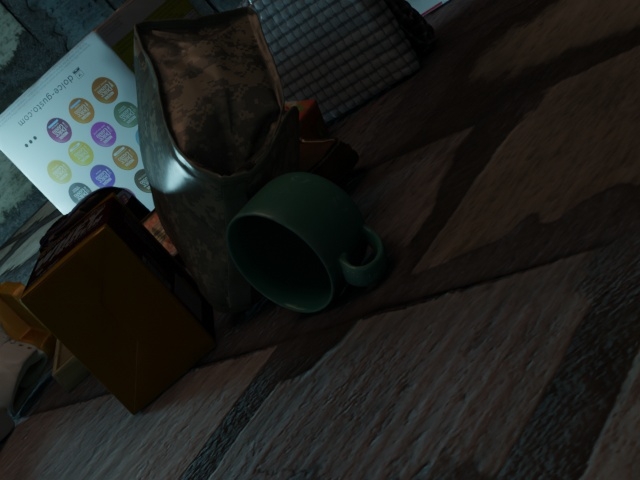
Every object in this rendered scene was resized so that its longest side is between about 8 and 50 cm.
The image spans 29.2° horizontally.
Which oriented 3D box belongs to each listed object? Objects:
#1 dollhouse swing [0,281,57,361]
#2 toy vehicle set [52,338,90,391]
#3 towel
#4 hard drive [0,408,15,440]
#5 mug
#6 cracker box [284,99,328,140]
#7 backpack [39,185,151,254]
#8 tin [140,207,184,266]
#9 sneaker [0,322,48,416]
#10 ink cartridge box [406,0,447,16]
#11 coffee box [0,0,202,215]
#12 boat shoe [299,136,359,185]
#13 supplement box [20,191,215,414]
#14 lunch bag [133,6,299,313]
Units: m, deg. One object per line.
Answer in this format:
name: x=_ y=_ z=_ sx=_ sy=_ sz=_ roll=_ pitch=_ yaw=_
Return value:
dollhouse swing: x=-0.666 y=0.164 z=2.064 sx=0.347 sy=0.305 sz=0.315 roll=-46 pitch=15 yaw=-18
toy vehicle set: x=-0.326 y=0.121 z=1.852 sx=0.166 sy=0.035 sz=0.267 roll=-42 pitch=15 yaw=1
towel: x=0.010 y=-0.320 z=1.876 sx=0.284 sy=0.235 sz=0.121 roll=-28 pitch=15 yaw=42
hard drive: x=-0.593 y=0.369 z=1.758 sx=0.307 sy=0.040 sz=0.203 roll=-36 pitch=6 yaw=19
mug: x=-0.006 y=0.002 z=1.256 sx=0.097 sy=0.158 sz=0.129 roll=-50 pitch=-7 yaw=-36
cracker box: x=-0.125 y=-0.141 z=1.869 sx=0.232 sy=0.067 sz=0.155 roll=0 pitch=38 yaw=32
backpack: x=-0.352 y=-0.005 z=2.025 sx=0.173 sy=0.158 sz=0.117 roll=-47 pitch=9 yaw=4
tin: x=-0.215 y=-0.023 z=1.886 sx=0.106 sy=0.040 sz=0.189 roll=34 pitch=72 yaw=34
sneaker: x=-0.506 y=0.168 z=1.921 sx=0.292 sy=0.169 sz=0.108 roll=-89 pitch=6 yaw=-51
ink cartridge box: x=0.222 y=-0.495 z=2.082 sx=0.172 sy=0.100 sz=0.237 roll=-25 pitch=22 yaw=49
coffee box: x=-0.361 y=-0.245 z=2.382 sx=0.338 sy=0.334 sz=0.338 roll=-34 pitch=15 yaw=30
boat shoe: x=-0.076 y=-0.085 z=1.643 sx=0.122 sy=0.120 sz=0.324 roll=-50 pitch=17 yaw=-29
supplement box: x=-0.238 y=0.070 z=1.477 sx=0.129 sy=0.191 sz=0.194 roll=-40 pitch=14 yaw=4
lunch bag: x=-0.112 y=-0.088 z=1.414 sx=0.169 sy=0.235 sz=0.287 roll=-10 pitch=50 yaw=-12
